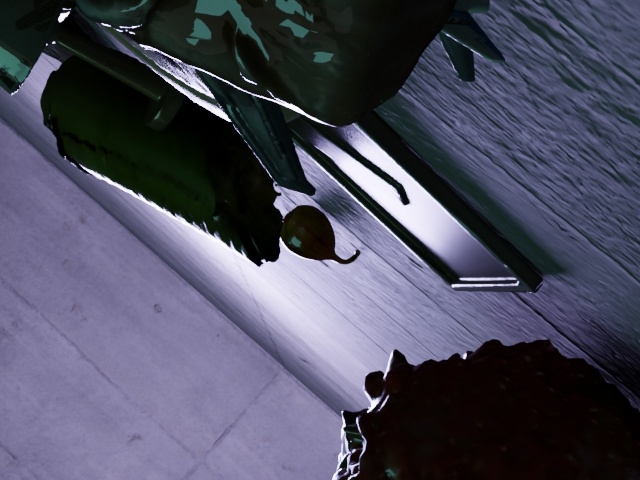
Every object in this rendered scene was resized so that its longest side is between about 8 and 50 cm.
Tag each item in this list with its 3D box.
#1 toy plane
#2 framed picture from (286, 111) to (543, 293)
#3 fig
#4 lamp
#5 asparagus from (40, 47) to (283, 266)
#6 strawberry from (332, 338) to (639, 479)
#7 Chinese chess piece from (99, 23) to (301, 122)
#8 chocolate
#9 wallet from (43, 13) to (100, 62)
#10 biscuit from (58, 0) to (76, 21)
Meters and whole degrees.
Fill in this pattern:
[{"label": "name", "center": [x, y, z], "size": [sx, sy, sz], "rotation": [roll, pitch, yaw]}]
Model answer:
[{"label": "toy plane", "center": [-0.031, -0.111, 0.650], "size": [0.226, 0.058, 0.226], "rotation": [11, 130, 3]}, {"label": "framed picture", "center": [0.038, -0.050, 1.124], "size": [0.260, 0.023, 0.189], "rotation": [43, 171, -7]}, {"label": "fig", "center": [0.000, 0.000, 1.464], "size": [0.083, 0.050, 0.050], "rotation": [31, 175, -18]}, {"label": "lamp", "center": [-0.215, -0.167, 1.287], "size": [0.214, 0.121, 0.121], "rotation": [26, 176, -19]}, {"label": "asparagus", "center": [-0.126, -0.079, 1.392], "size": [0.382, 0.128, 0.108], "rotation": [29, 132, 48]}, {"label": "strawberry", "center": [0.174, 0.216, 1.142], "size": [0.351, 0.267, 0.312], "rotation": [18, 165, 0]}, {"label": "Chinese chess piece", "center": [-0.079, -0.172, 0.795], "size": [0.257, 0.104, 0.257], "rotation": [40, 171, 8]}, {"label": "chocolate", "center": [-0.017, -0.129, 0.504], "size": [0.148, 0.093, 0.214], "rotation": [30, 146, 8]}, {"label": "wallet", "center": [-0.289, -0.226, 1.677], "size": [0.122, 0.031, 0.232], "rotation": [46, 171, -34]}, {"label": "biscuit", "center": [-0.300, -0.282, 1.391], "size": [0.208, 0.047, 0.164], "rotation": [42, 175, -13]}]
